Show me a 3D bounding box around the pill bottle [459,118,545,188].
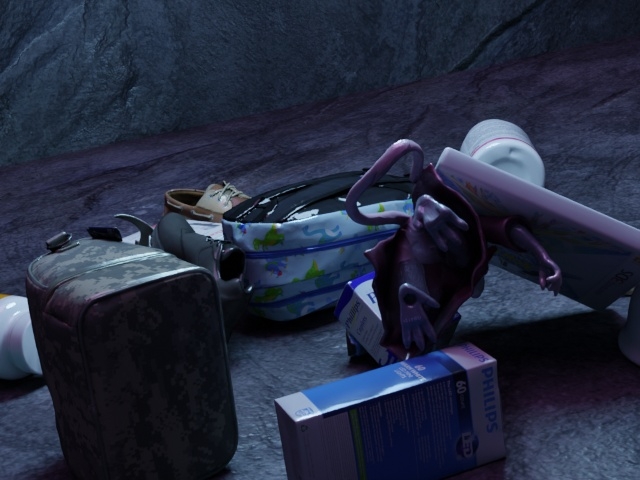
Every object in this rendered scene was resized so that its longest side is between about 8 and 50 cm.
[{"bbox_3d":[0.372,-0.160,2.479,0.160,0.160,0.283,-7,17,5],"label":"pill bottle"}]

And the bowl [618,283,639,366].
[{"bbox_3d":[0.561,0.077,1.655,0.297,0.134,0.298,-8,18,3],"label":"bowl"}]

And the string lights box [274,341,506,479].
[{"bbox_3d":[0.086,0.224,1.412,0.259,0.133,0.077,-14,19,-19],"label":"string lights box"}]

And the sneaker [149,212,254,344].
[{"bbox_3d":[-0.182,0.038,1.935,0.109,0.130,0.286,21,25,-44],"label":"sneaker"}]

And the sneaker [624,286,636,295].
[{"bbox_3d":[0.486,0.046,1.896,0.188,0.071,0.066,-8,17,3],"label":"sneaker"}]

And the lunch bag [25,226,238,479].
[{"bbox_3d":[-0.261,0.153,1.530,0.212,0.305,0.256,-20,21,-35],"label":"lunch bag"}]

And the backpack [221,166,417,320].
[{"bbox_3d":[0.000,0.000,2.051,0.355,0.274,0.290,2,9,-43],"label":"backpack"}]

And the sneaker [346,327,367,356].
[{"bbox_3d":[0.098,0.134,1.828,0.073,0.063,0.162,8,24,36],"label":"sneaker"}]

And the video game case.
[{"bbox_3d":[0.300,-0.006,1.711,0.329,0.036,0.300,24,-16,3],"label":"video game case"}]

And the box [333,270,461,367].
[{"bbox_3d":[0.114,0.111,1.771,0.126,0.072,0.137,-21,55,-36],"label":"box"}]

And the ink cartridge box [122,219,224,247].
[{"bbox_3d":[-0.264,0.027,2.311,0.217,0.092,0.158,8,24,40],"label":"ink cartridge box"}]

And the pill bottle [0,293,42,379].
[{"bbox_3d":[-0.530,0.155,1.945,0.245,0.136,0.136,4,21,35],"label":"pill bottle"}]

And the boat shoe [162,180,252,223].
[{"bbox_3d":[-0.210,-0.061,2.507,0.324,0.117,0.123,-1,20,32],"label":"boat shoe"}]

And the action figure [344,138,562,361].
[{"bbox_3d":[0.154,0.028,1.604,0.248,0.276,0.370,-41,-5,17],"label":"action figure"}]

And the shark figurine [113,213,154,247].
[{"bbox_3d":[-0.345,0.079,2.121,0.116,0.278,0.166,51,18,28],"label":"shark figurine"}]
